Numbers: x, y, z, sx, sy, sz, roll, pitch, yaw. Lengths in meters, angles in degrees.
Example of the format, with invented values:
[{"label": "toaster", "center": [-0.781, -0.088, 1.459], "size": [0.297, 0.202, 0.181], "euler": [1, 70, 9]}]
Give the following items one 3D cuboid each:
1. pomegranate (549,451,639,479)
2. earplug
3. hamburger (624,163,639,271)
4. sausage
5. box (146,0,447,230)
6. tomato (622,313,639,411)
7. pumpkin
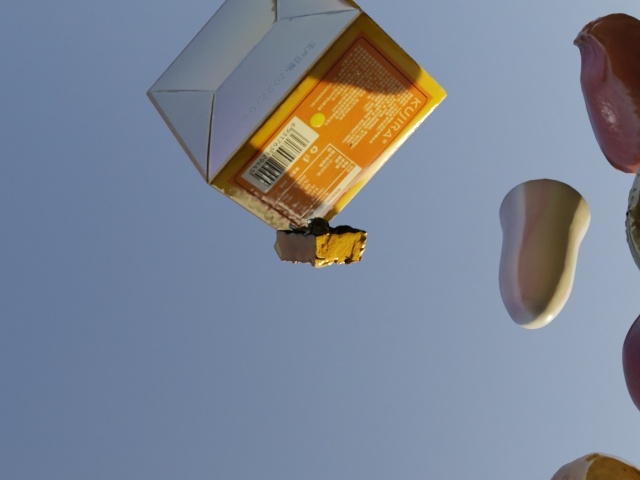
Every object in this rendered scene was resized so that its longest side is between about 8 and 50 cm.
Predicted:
[{"label": "pomegranate", "center": [0.408, 0.409, 1.517], "size": [0.196, 0.196, 0.196], "euler": [22, -132, -27]}, {"label": "earplug", "center": [0.396, 0.043, 1.896], "size": [0.172, 0.172, 0.301], "euler": [36, -141, -14]}, {"label": "hamburger", "center": [0.474, -0.028, 1.104], "size": [0.277, 0.195, 0.318], "euler": [-27, -123, -31]}, {"label": "sausage", "center": [0.449, -0.200, 1.492], "size": [0.254, 0.148, 0.148], "euler": [63, -148, -33]}, {"label": "box", "center": [-0.034, -0.191, 1.388], "size": [0.214, 0.283, 0.259], "euler": [36, -169, -41]}, {"label": "tomato", "center": [0.479, 0.130, 1.373], "size": [0.112, 0.199, 0.228], "euler": [34, -130, -13]}, {"label": "pumpkin", "center": [0.000, 0.000, 1.170], "size": [0.074, 0.083, 0.054], "euler": [-8, -82, -36]}]
